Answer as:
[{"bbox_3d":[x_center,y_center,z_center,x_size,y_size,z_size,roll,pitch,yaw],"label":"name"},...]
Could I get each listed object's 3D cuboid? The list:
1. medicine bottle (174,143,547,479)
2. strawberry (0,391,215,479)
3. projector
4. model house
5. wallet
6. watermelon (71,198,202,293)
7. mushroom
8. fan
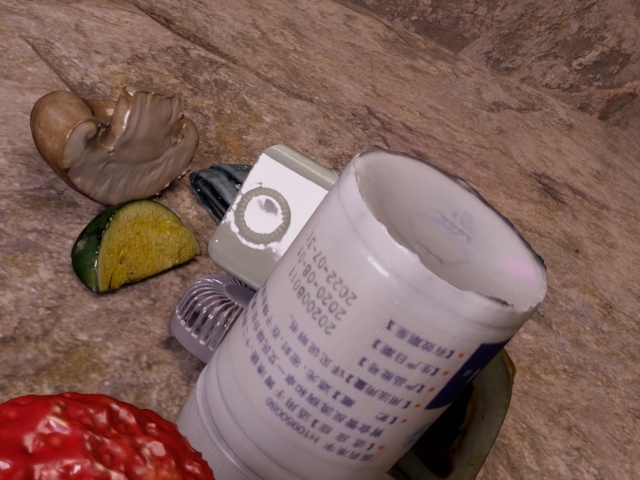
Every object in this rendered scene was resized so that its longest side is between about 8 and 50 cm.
[{"bbox_3d":[0.020,0.102,0.719,0.190,0.332,0.190,27,29,-16],"label":"medicine bottle"},{"bbox_3d":[-0.132,0.222,0.447,0.277,0.257,0.257,31,26,20],"label":"strawberry"},{"bbox_3d":[0.000,0.000,0.921,0.177,0.163,0.242,30,6,9],"label":"projector"},{"bbox_3d":[0.155,0.120,0.932,0.173,0.267,0.239,28,20,18],"label":"model house"},{"bbox_3d":[0.000,-0.040,1.220,0.342,0.075,0.237,-4,39,-47],"label":"wallet"},{"bbox_3d":[-0.229,0.002,0.959,0.181,0.075,0.091,-28,106,-58],"label":"watermelon"},{"bbox_3d":[-0.278,-0.137,1.034,0.151,0.155,0.286,25,13,16],"label":"mushroom"},{"bbox_3d":[-0.049,0.109,0.923,0.244,0.074,0.130,19,18,-32],"label":"fan"}]
